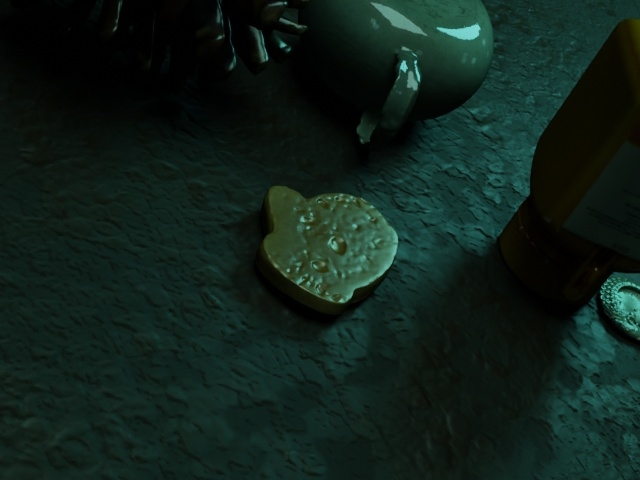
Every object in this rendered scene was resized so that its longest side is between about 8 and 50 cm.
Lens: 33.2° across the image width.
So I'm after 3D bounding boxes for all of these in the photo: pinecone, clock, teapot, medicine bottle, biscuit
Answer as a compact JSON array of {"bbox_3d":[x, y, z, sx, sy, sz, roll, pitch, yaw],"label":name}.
[{"bbox_3d":[-0.116,-0.241,0.880,0.264,0.264,0.264,17,40,-15],"label":"pinecone"},{"bbox_3d":[0.286,0.062,0.975,0.074,0.010,0.083,24,38,-7],"label":"clock"},{"bbox_3d":[0.068,-0.193,1.034,0.193,0.129,0.294,20,41,-12],"label":"teapot"},{"bbox_3d":[0.250,-0.055,0.911,0.112,0.222,0.149,21,38,-10],"label":"medicine bottle"},{"bbox_3d":[-0.001,0.001,0.854,0.118,0.023,0.140,42,40,16],"label":"biscuit"}]
